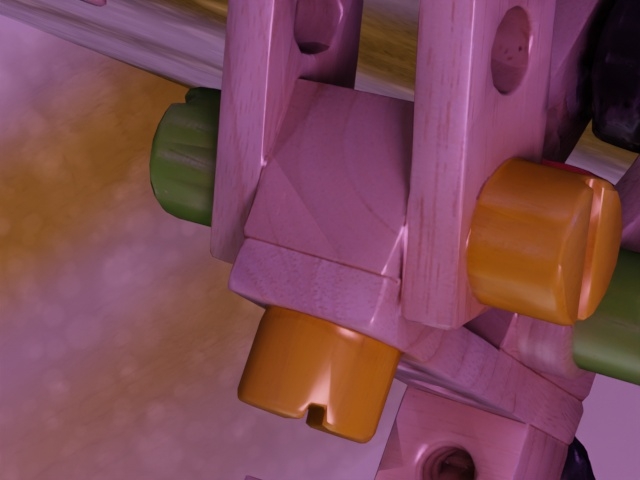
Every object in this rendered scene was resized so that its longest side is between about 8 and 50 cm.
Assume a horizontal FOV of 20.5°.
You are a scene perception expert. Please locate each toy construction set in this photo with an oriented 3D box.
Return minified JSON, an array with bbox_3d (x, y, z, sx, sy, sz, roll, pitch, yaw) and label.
[{"bbox_3d":[0.000,0.000,0.481,0.308,0.237,0.257,20,-179,4],"label":"toy construction set"}]
